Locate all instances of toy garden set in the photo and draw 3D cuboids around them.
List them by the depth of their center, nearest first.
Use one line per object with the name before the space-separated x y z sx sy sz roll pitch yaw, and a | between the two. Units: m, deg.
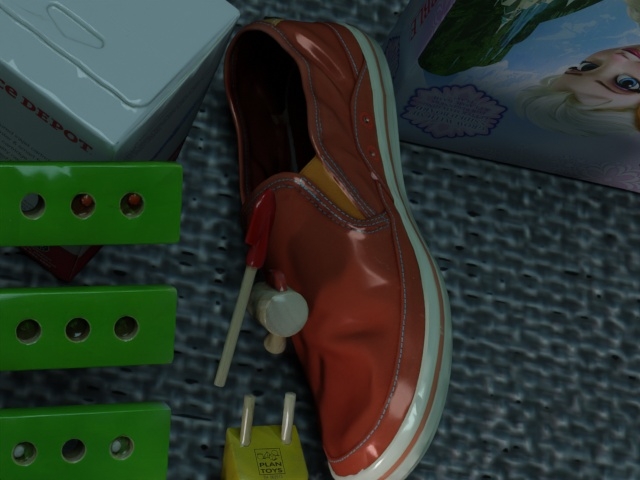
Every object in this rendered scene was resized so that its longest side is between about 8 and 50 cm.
toy garden set | -0.095 0.074 0.902 0.203 0.049 0.244 -1 103 -22

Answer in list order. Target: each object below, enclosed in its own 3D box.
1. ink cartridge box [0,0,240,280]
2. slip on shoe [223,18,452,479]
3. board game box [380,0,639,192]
ink cartridge box | -0.148 -0.089 0.954 0.128 0.176 0.127 38 59 2
slip on shoe | 0.000 0.000 0.987 0.101 0.123 0.331 12 54 -32
board game box | 0.229 -0.136 1.025 0.318 0.318 0.066 11 62 -13
